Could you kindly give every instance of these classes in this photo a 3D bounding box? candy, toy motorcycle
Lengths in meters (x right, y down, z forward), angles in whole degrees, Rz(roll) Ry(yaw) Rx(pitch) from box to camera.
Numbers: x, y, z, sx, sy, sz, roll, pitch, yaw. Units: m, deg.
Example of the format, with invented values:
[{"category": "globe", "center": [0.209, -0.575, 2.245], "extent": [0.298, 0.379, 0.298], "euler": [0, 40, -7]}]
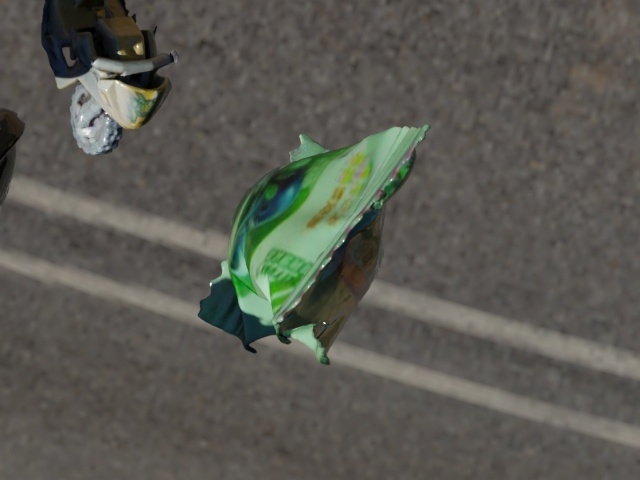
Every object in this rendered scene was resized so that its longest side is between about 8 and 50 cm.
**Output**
[{"category": "candy", "center": [-0.005, -0.004, 2.080], "extent": [0.172, 0.263, 0.398], "euler": [26, 171, -6]}, {"category": "toy motorcycle", "center": [-0.186, -0.191, 1.706], "extent": [0.094, 0.229, 0.130], "euler": [-6, -175, -34]}]

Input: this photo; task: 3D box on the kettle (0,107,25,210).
[{"category": "kettle", "center": [-0.433, -0.055, 2.016], "extent": [0.207, 0.271, 0.251], "euler": [34, 159, 13]}]
